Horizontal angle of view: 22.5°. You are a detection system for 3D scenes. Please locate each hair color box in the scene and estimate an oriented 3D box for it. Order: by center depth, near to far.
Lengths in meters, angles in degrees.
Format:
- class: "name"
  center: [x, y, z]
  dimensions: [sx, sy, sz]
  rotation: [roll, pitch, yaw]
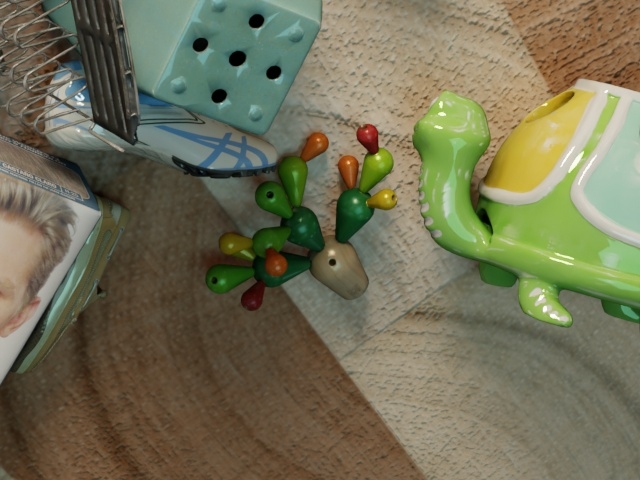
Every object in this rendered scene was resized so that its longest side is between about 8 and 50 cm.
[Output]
- class: "hair color box"
  center: [-0.361, 0.065, 1.442]
  dimensions: [0.174, 0.105, 0.347]
  rotation: [23, 107, -31]

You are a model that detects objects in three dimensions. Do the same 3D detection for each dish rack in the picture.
- class: "dish rack"
  center: [-0.239, -0.179, 1.261]
  dimensions: [0.074, 0.271, 0.208]
  rotation: [-29, 128, -29]

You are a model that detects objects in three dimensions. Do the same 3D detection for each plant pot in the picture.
- class: "plant pot"
  center: [-0.102, -0.193, 1.319]
  dimensions: [0.166, 0.234, 0.165]
  rotation: [18, 110, -29]

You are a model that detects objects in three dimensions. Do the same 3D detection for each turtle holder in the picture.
- class: "turtle holder"
  center: [0.252, -0.042, 1.577]
  dimensions: [0.320, 0.243, 0.227]
  rotation: [18, 98, 13]

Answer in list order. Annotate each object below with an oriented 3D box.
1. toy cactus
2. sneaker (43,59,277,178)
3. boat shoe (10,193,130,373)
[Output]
- class: "toy cactus"
  center: [0.000, 0.000, 1.563]
  dimensions: [0.219, 0.112, 0.180]
  rotation: [-45, 135, -3]
- class: "sneaker"
  center: [-0.136, -0.105, 1.453]
  dimensions: [0.237, 0.085, 0.086]
  rotation: [12, 87, -34]
- class: "boat shoe"
  center: [-0.233, 0.046, 1.510]
  dimensions: [0.072, 0.068, 0.190]
  rotation: [16, 111, -41]
